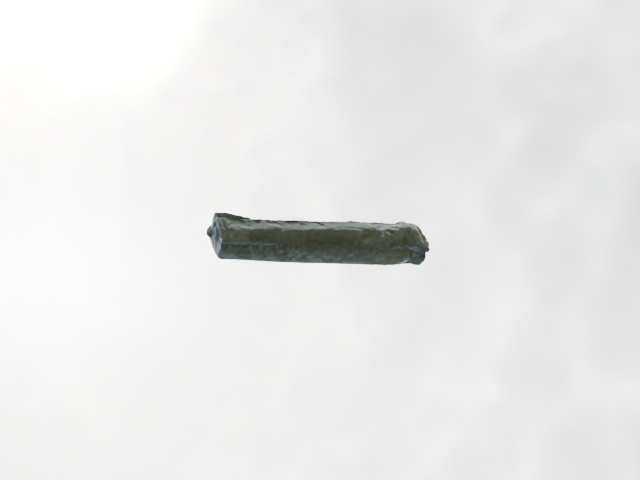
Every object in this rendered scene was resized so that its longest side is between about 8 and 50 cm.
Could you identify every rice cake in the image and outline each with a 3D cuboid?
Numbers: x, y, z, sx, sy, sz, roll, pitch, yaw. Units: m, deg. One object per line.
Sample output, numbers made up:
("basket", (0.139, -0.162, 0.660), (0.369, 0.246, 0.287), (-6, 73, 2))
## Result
("rice cake", (0.000, 0.000, 0.979), (0.121, 0.022, 0.021), (3, -48, -23))
